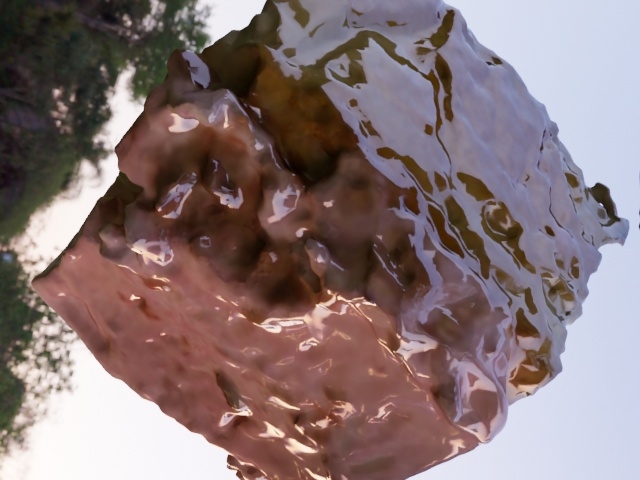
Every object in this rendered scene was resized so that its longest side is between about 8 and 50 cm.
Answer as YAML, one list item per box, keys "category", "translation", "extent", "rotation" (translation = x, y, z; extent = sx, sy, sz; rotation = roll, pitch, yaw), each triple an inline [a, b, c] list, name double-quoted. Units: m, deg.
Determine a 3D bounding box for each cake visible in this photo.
- category: "cake"
  translation: [0.000, 0.000, 0.609]
  extent: [0.307, 0.314, 0.293]
  rotation: [-33, -169, 42]

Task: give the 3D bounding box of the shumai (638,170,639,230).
- category: "shumai"
  translation: [0.307, -0.036, 0.281]
  extent: [0.330, 0.288, 0.292]
  rotation: [-46, 174, -19]
